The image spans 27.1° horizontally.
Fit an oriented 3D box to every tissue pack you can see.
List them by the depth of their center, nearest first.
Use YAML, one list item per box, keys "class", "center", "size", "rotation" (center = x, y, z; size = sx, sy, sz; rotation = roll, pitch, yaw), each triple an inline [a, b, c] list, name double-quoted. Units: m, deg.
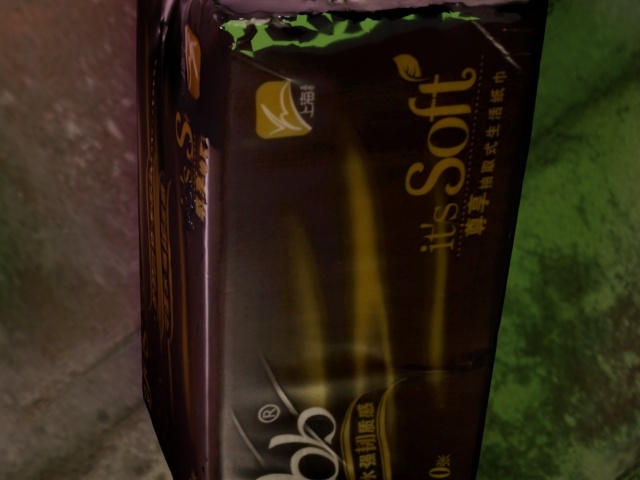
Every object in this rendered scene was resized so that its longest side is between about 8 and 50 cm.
- class: "tissue pack"
  center: [0.000, 0.000, 0.789]
  size: [0.198, 0.210, 0.369]
  rotation: [-8, 121, -19]
